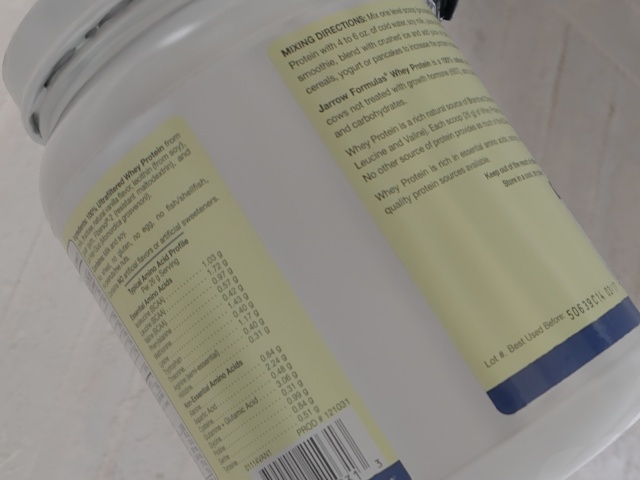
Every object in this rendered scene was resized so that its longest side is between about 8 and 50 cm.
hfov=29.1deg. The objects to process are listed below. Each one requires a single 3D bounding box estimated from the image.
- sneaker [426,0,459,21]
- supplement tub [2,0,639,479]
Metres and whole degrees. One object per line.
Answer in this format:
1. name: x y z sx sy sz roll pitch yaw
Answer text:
1. sneaker: 0.042 -0.201 0.796 0.127 0.126 0.321 -32 129 -19
2. supplement tub: 0.000 0.000 0.654 0.235 0.235 0.325 -25 78 -42
